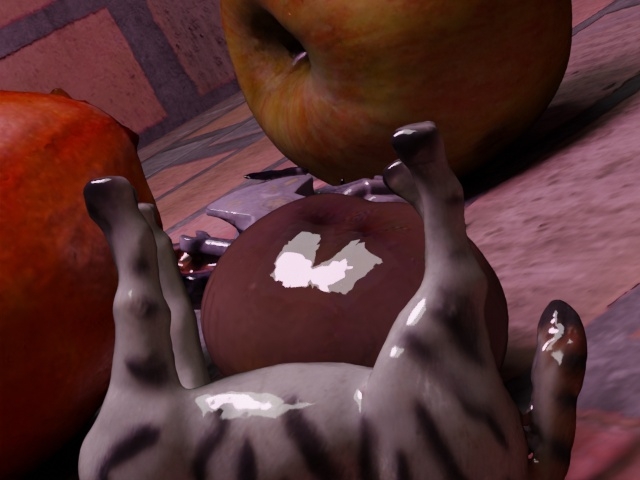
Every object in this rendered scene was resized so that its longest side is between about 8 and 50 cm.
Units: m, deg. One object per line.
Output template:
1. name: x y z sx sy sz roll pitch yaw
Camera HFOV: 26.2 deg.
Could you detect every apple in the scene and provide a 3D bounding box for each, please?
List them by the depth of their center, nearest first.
1. apple: 0.064 -0.166 1.010 0.264 0.264 0.264 -27 11 6

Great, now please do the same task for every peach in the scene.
1. peach: -0.254 0.036 0.846 0.338 0.281 0.281 -35 12 -17

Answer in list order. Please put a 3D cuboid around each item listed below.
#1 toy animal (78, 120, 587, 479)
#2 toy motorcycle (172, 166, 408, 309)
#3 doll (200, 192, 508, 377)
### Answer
1. toy animal: -0.039 0.056 0.484 0.255 0.170 0.090 -28 -8 7
2. toy motorcycle: 0.000 0.000 0.828 0.215 0.080 0.122 -20 28 -40
3. doll: -0.006 0.053 0.589 0.188 0.096 0.145 -41 39 -13
